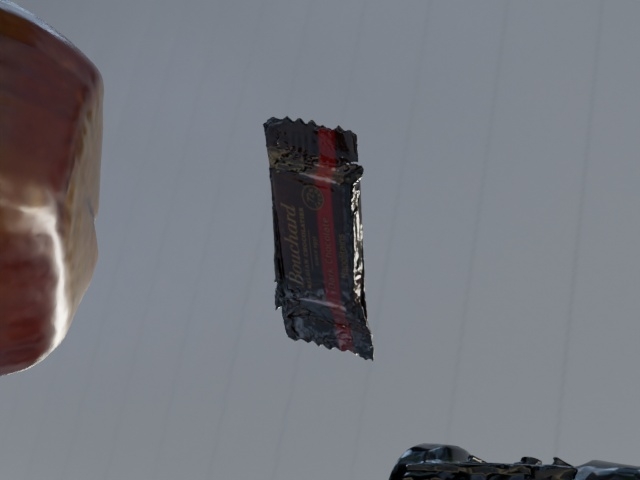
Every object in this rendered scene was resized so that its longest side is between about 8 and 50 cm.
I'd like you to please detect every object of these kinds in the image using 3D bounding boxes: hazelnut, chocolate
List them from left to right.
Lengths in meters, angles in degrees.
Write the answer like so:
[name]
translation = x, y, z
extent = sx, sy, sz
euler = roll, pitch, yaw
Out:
[hazelnut]
translation = -0.216, -0.034, 0.567
extent = 0.181, 0.181, 0.212
euler = 99, -3, -76
[chocolate]
translation = 0.000, 0.000, 0.749
extent = 0.086, 0.028, 0.182
euler = 11, -63, 34

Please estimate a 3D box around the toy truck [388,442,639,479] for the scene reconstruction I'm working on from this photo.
[toy truck]
translation = 0.143, 0.178, 0.453
extent = 0.127, 0.257, 0.127
euler = -13, -124, 50
